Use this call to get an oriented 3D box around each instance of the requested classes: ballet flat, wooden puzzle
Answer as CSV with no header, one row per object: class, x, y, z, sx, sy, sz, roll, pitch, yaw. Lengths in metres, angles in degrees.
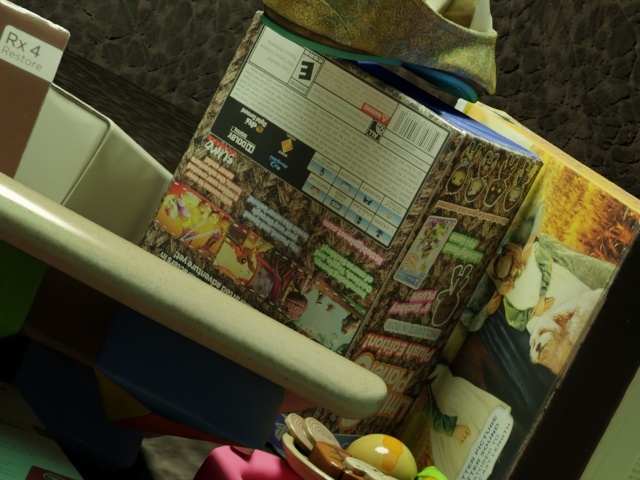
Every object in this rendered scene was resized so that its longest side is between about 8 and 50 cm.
ballet flat,0.073,-0.186,1.410,0.123,0.123,0.348,33,11,26
wooden puzzle,-0.177,0.050,1.017,0.322,0.080,0.348,29,-19,-23

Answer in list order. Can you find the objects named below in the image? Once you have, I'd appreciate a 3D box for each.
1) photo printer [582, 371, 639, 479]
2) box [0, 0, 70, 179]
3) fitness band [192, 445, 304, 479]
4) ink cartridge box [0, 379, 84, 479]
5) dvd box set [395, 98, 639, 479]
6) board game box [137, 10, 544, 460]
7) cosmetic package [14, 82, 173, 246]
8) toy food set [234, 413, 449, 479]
photo printer,0.302,0.143,1.556,0.256,0.307,0.107,21,11,-38
box,-0.303,-0.090,1.196,0.168,0.167,0.203,26,-14,-27
fitness band,0.048,0.218,1.123,0.291,0.054,0.209,29,8,-9
ink cartridge box,-0.189,0.116,0.903,0.109,0.063,0.150,24,8,-36
dvd box set,0.138,0.065,1.483,0.062,0.308,0.420,24,10,-20
board game box,0.000,0.000,1.453,0.232,0.291,0.141,35,12,33
cosmetic package,-0.220,-0.054,1.473,0.160,0.113,0.309,31,-3,14
toy food set,0.032,0.153,1.192,0.192,0.038,0.132,28,5,-2
